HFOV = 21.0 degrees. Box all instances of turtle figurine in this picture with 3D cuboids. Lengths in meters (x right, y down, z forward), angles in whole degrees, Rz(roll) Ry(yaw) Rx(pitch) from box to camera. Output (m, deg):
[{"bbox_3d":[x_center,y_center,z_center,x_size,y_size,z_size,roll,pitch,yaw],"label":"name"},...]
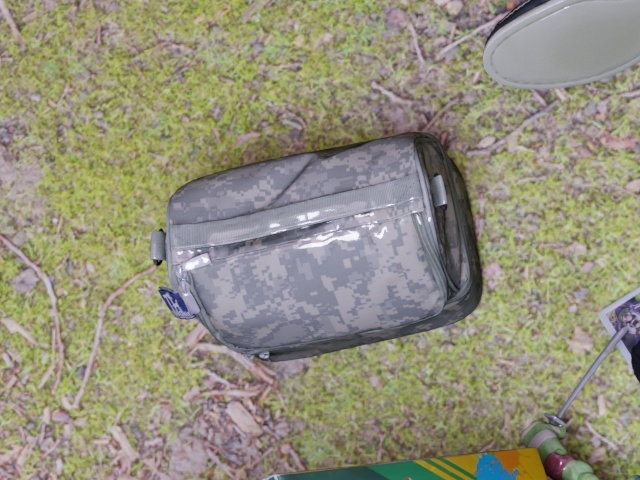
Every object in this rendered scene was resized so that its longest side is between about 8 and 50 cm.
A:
[{"bbox_3d":[0.260,0.285,1.743,0.266,0.274,0.198,-33,114,29],"label":"turtle figurine"}]

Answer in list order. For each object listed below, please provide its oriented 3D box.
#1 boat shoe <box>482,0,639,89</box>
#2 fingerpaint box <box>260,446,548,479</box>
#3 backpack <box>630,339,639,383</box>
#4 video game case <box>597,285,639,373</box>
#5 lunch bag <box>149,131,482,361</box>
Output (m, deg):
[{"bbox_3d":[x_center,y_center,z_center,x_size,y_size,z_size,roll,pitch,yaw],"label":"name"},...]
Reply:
[{"bbox_3d":[0.328,-0.275,1.860,0.340,0.127,0.113,-26,43,15],"label":"boat shoe"},{"bbox_3d":[-0.043,0.349,1.587,0.445,0.371,0.163,-31,69,35],"label":"fingerpaint box"},{"bbox_3d":[0.488,0.210,1.581,0.290,0.273,0.355,-29,36,9],"label":"backpack"},{"bbox_3d":[0.412,0.098,1.788,0.190,0.022,0.173,-34,72,13],"label":"video game case"},{"bbox_3d":[0.000,0.000,1.800,0.305,0.256,0.212,-12,75,12],"label":"lunch bag"}]
